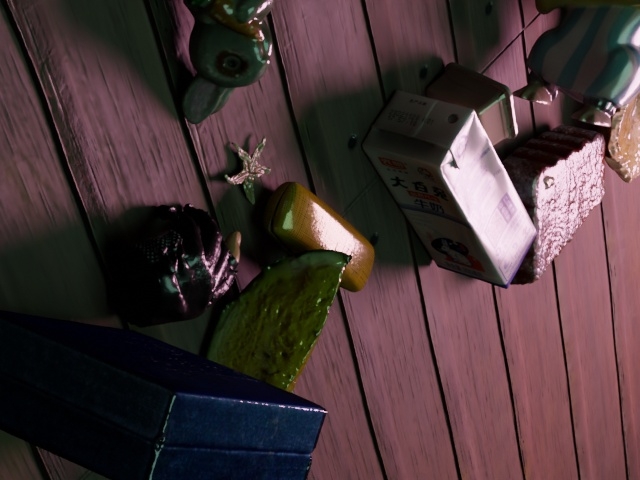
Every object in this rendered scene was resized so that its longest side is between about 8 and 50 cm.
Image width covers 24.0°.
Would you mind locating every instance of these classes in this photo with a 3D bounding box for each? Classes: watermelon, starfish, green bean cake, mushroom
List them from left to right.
[{"bbox_3d":[-0.086,-0.078,1.768,0.092,0.016,0.086,-26,124,-53],"label":"starfish"},{"bbox_3d":[-0.058,0.135,1.806,0.123,0.129,0.301,21,94,-54],"label":"watermelon"},{"bbox_3d":[0.346,-0.062,2.311,0.232,0.097,0.198,-35,130,-42],"label":"green bean cake"},{"bbox_3d":[0.589,-0.229,2.426,0.233,0.302,0.208,10,63,-69],"label":"mushroom"}]

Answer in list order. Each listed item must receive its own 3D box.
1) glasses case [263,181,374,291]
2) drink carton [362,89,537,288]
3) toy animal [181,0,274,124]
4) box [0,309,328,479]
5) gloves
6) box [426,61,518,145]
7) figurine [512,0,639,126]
[{"bbox_3d":[0.000,0.000,1.881,0.234,0.064,0.079,38,72,-54],"label":"glasses case"},{"bbox_3d":[0.182,-0.068,2.048,0.106,0.130,0.315,-60,143,-19],"label":"drink carton"},{"bbox_3d":[-0.093,-0.233,1.601,0.127,0.125,0.251,-10,123,-21],"label":"toy animal"},{"bbox_3d":[-0.181,0.164,1.512,0.261,0.279,0.116,18,91,-56],"label":"box"},{"bbox_3d":[-0.139,0.027,1.662,0.180,0.106,0.129,-26,124,-42],"label":"gloves"},{"bbox_3d":[0.203,-0.178,2.039,0.062,0.122,0.089,-38,135,-23],"label":"box"},{"bbox_3d":[0.482,-0.327,2.239,0.377,0.266,0.361,14,100,-56],"label":"figurine"}]
